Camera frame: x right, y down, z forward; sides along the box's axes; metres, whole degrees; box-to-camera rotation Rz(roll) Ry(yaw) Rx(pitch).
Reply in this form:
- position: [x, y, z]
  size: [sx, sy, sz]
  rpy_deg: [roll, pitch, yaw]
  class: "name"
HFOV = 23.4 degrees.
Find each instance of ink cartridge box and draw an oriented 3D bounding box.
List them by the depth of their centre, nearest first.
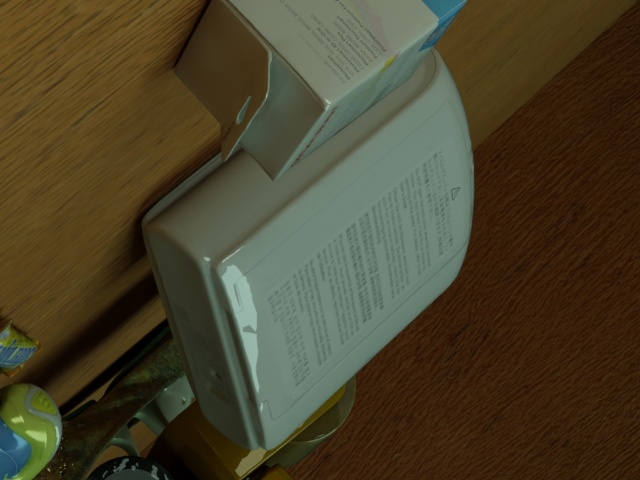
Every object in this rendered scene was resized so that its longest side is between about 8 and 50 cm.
- position: [-0.007, -0.111, 0.875]
  size: [0.143, 0.090, 0.092]
  rpy_deg: [-39, 173, -33]
  class: "ink cartridge box"

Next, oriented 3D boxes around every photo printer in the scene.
- position: [0.009, -0.007, 1.281]
  size: [0.307, 0.107, 0.256]
  rpy_deg: [-41, 142, -25]
  class: "photo printer"

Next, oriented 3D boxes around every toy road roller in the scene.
- position: [-0.070, 0.262, 1.443]
  size: [0.329, 0.240, 0.202]
  rpy_deg: [-40, 174, -23]
  class: "toy road roller"

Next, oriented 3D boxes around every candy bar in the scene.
- position: [-0.231, 0.078, 1.131]
  size: [0.040, 0.018, 0.161]
  rpy_deg: [-42, 174, -8]
  class: "candy bar"

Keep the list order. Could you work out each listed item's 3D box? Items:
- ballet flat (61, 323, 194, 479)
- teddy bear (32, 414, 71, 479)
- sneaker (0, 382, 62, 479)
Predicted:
- position: [-0.222, 0.208, 1.766]
  size: [0.348, 0.123, 0.123]
  rpy_deg: [-40, 174, -33]
  class: "ballet flat"
- position: [-0.318, 0.264, 1.461]
  size: [0.245, 0.113, 0.338]
  rpy_deg: [-50, 178, -10]
  class: "teddy bear"
- position: [-0.314, 0.202, 1.244]
  size: [0.240, 0.091, 0.126]
  rpy_deg: [-50, 158, 26]
  class: "sneaker"
